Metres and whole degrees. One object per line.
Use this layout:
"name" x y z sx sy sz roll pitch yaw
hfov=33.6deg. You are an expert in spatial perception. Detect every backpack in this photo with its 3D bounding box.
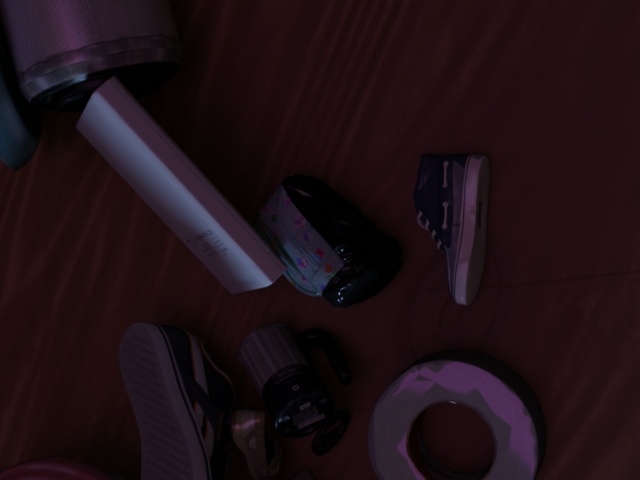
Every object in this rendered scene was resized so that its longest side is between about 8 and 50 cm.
"backpack" 0.000 0.000 1.356 0.182 0.152 0.115 45 109 18

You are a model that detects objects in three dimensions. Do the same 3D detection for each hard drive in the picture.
"hard drive" -0.182 -0.059 1.350 0.040 0.203 0.307 -44 99 -18

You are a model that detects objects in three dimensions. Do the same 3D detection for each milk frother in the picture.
"milk frother" -0.030 0.202 1.414 0.135 0.129 0.143 -124 33 -42

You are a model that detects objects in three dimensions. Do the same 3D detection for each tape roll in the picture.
"tape roll" 0.174 0.253 1.354 0.219 0.072 0.219 2 95 19

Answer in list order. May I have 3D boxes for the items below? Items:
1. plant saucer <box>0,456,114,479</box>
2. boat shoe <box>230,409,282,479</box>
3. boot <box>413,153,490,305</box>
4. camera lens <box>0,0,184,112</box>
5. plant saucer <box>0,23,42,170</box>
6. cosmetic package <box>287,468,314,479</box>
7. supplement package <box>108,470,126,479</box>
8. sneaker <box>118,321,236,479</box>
"plant saucer" -0.358 0.459 1.403 0.332 0.084 0.332 2 95 20
"boat shoe" -0.075 0.277 1.420 0.048 0.056 0.153 -8 132 15
"boot" 0.161 -0.016 1.340 0.086 0.069 0.190 6 89 26
"camera lens" -0.312 -0.318 1.391 0.219 0.219 0.274 -16 90 20
"plant saucer" -0.431 -0.251 1.409 0.043 0.317 0.318 -15 90 -3
"cosmetic package" -0.017 0.531 1.407 0.217 0.156 0.385 -34 83 19
"supplement package" -0.309 0.506 1.513 0.204 0.145 0.262 -42 82 19
"sneaker" -0.169 0.260 1.406 0.126 0.127 0.321 -30 64 38
